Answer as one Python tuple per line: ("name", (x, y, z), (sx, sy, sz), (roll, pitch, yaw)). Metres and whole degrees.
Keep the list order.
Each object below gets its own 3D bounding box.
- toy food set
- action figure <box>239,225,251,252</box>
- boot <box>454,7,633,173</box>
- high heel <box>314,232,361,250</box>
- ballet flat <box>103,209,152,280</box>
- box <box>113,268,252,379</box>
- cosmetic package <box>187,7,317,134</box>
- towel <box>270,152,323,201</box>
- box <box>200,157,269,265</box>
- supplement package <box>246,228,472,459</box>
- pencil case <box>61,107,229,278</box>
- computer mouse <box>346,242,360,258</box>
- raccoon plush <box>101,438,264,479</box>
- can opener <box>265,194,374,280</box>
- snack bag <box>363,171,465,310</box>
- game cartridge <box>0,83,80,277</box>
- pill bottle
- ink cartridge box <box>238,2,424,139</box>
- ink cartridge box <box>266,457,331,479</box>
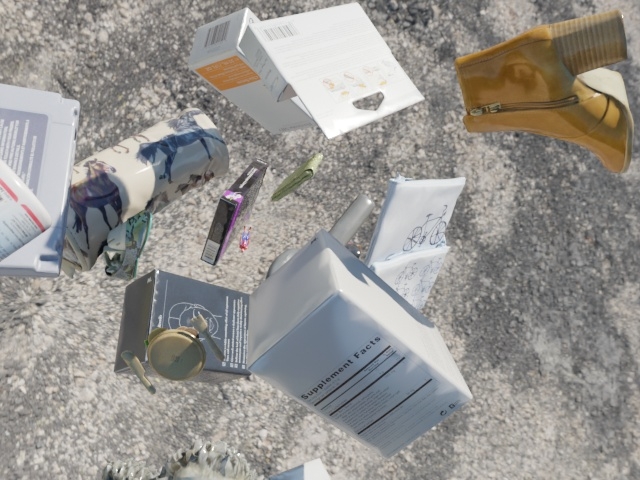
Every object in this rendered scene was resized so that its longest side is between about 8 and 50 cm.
("toy food set", (-0.303, 0.236, 0.991), (0.192, 0.038, 0.132), (-25, 106, 6))
("action figure", (-0.294, -0.004, 1.827), (0.038, 0.030, 0.115), (10, 62, -8))
("boot", (0.325, -0.185, 0.687), (0.295, 0.211, 0.104), (44, 47, -44))
("high heel", (0.021, 0.162, 1.739), (0.127, 0.181, 0.377), (10, 98, -63))
("ballet flat", (-0.335, 0.012, 0.803), (0.070, 0.188, 0.070), (17, 47, -19))
("box", (-0.441, 0.304, 1.580), (0.395, 0.212, 0.293), (24, 54, -42))
("cosmetic package", (-0.204, -0.560, 1.634), (0.453, 0.230, 0.161), (29, 65, -51))
("towel", (-0.057, -0.152, 1.155), (0.027, 0.148, 0.110), (47, 33, -15))
("box", (-0.130, -0.049, 0.731), (0.029, 0.116, 0.162), (25, 32, -1))
("supplement package", (0.052, 0.159, 0.721), (0.175, 0.177, 0.293), (-42, 114, 15))
("pencil case", (-0.350, -0.110, 0.910), (0.160, 0.183, 0.410), (40, 49, 5))
("computer mouse", (0.045, 0.018, 1.577), (0.071, 0.242, 0.041), (-49, 128, -18))
("raccoon plush", (-0.047, 0.310, 0.511), (0.216, 0.446, 0.299), (-26, 83, 10))
("can opener", (0.000, 0.000, 0.954), (0.095, 0.076, 0.283), (39, 61, 0))
("snack bag", (0.182, 0.029, 0.949), (0.323, 0.037, 0.342), (-10, 122, -50))
("game cartridge", (-0.455, -0.090, 0.651), (0.196, 0.060, 0.294), (6, 62, -27))
("pill bottle", (-0.336, 0.000, 0.418), (0.160, 0.087, 0.087), (-43, 106, -26))
("ink cartridge box", (0.030, -0.305, 0.856), (0.275, 0.060, 0.239), (-30, 85, -34))
("ink cartridge box", (-0.057, 0.510, 0.855), (0.128, 0.176, 0.127), (2, 42, -44))
